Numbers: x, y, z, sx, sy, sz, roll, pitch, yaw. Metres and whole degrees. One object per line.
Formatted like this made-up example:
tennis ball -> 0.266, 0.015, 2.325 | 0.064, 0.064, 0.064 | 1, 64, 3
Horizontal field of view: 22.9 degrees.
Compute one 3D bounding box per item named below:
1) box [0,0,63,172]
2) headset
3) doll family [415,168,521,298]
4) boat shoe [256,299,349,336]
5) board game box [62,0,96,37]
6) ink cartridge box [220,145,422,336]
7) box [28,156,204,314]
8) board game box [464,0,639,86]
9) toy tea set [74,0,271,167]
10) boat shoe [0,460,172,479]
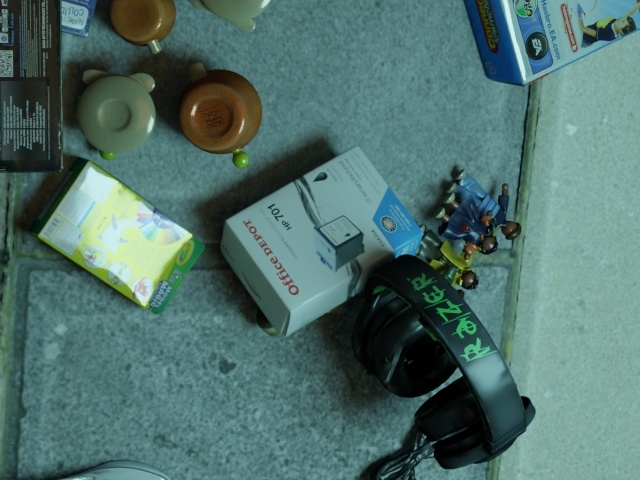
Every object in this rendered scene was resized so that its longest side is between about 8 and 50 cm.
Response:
box -> -0.405, -0.214, 1.579 | 0.293, 0.073, 0.295 | -1, 100, -9
headset -> 0.122, 0.178, 1.850 | 0.185, 0.243, 0.394 | -33, 156, -12
doll family -> 0.178, 0.003, 1.965 | 0.111, 0.076, 0.193 | 38, 86, -9
boat shoe -> 0.010, 0.064, 1.901 | 0.190, 0.068, 0.072 | -36, 129, -16
board game box -> -0.327, -0.303, 1.664 | 0.201, 0.035, 0.136 | 13, 94, -29
ink cartridge box -> 0.000, 0.000, 1.835 | 0.190, 0.082, 0.139 | -30, 73, -21
box -> -0.224, -0.002, 1.775 | 0.179, 0.043, 0.105 | 37, 82, -26
board game box -> 0.307, -0.390, 1.949 | 0.302, 0.086, 0.308 | -26, 111, -21
toy tea set -> -0.145, -0.243, 1.750 | 0.200, 0.124, 0.336 | 12, 98, 1
boat shoe -> -0.276, 0.310, 1.784 | 0.258, 0.084, 0.095 | -6, 103, -26
